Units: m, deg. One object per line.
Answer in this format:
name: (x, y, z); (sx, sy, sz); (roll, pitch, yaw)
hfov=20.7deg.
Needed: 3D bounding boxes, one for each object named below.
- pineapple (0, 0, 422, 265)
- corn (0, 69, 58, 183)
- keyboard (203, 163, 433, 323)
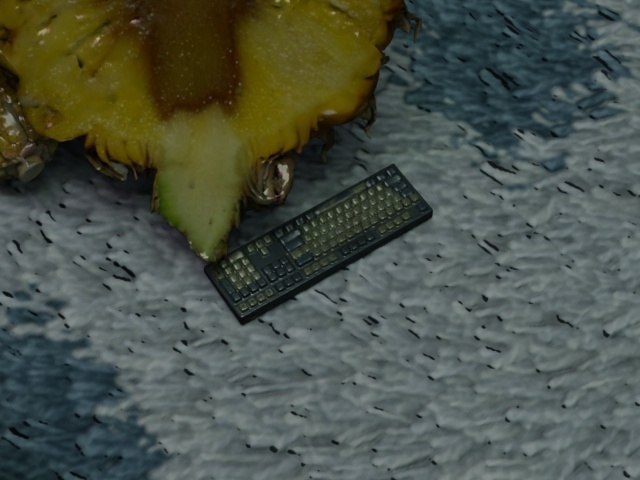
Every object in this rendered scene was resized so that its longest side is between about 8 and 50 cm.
pineapple: (-0.089, -0.140, 1.343); (0.344, 0.209, 0.286); (-2, 105, 4)
corn: (-0.272, -0.137, 1.351); (0.080, 0.080, 0.238); (-24, 63, -16)
keyboard: (0.000, 0.000, 1.329); (0.176, 0.014, 0.055); (-29, 63, -18)
